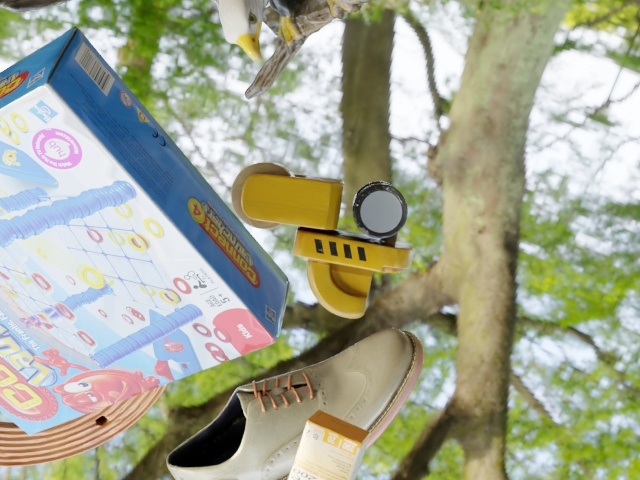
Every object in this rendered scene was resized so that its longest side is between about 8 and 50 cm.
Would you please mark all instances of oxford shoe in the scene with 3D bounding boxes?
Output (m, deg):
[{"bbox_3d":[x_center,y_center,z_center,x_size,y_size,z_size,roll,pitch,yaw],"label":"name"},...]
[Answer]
[{"bbox_3d":[-0.034,0.243,1.388,0.146,0.397,0.140,47,-175,-34],"label":"oxford shoe"}]

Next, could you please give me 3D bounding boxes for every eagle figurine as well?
[{"bbox_3d":[-0.092,-0.229,0.772,0.298,0.226,0.225,17,-165,-39],"label":"eagle figurine"}]

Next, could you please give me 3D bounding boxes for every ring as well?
[{"bbox_3d":[-0.317,0.107,1.079,0.337,0.336,0.032,8,-152,-23],"label":"ring"}]

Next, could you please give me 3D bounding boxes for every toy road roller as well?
[{"bbox_3d":[0.000,0.000,1.760,0.330,0.240,0.202,10,-175,1],"label":"toy road roller"}]

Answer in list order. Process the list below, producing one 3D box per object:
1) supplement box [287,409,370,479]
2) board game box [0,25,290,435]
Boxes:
[{"bbox_3d":[0.005,0.232,1.022,0.062,0.098,0.036,21,-165,15],"label":"supplement box"},{"bbox_3d":[-0.238,0.014,0.884,0.308,0.302,0.086,51,-152,-30],"label":"board game box"}]
